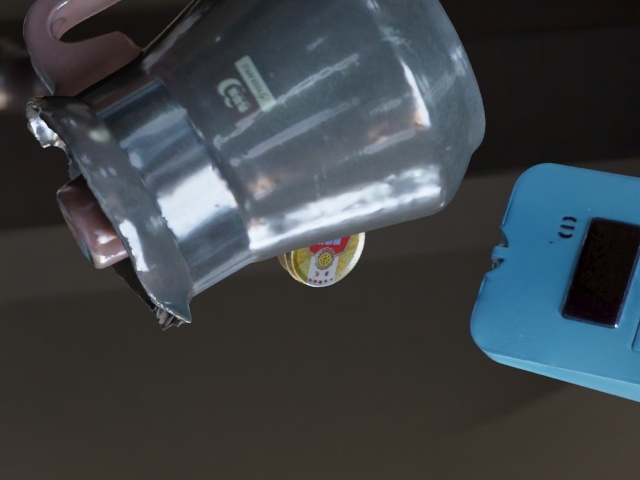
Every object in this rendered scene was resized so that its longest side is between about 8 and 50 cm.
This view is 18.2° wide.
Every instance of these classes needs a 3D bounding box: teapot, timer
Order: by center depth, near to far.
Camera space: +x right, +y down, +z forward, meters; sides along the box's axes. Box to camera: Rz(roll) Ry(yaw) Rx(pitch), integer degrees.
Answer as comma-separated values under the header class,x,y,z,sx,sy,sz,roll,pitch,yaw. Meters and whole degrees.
class,x,y,z,sx,sy,sz,roll,pitch,yaw
teapot,-0.085,-0.126,1.801,0.376,0.362,0.305,53,-14,25
timer,0.307,0.046,2.157,0.232,0.250,0.091,-70,156,-15

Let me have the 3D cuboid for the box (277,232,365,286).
class,x,y,z,sx,sy,sz,roll,pitch,yaw
box,0.000,0.000,2.290,0.037,0.105,0.105,34,-49,49
